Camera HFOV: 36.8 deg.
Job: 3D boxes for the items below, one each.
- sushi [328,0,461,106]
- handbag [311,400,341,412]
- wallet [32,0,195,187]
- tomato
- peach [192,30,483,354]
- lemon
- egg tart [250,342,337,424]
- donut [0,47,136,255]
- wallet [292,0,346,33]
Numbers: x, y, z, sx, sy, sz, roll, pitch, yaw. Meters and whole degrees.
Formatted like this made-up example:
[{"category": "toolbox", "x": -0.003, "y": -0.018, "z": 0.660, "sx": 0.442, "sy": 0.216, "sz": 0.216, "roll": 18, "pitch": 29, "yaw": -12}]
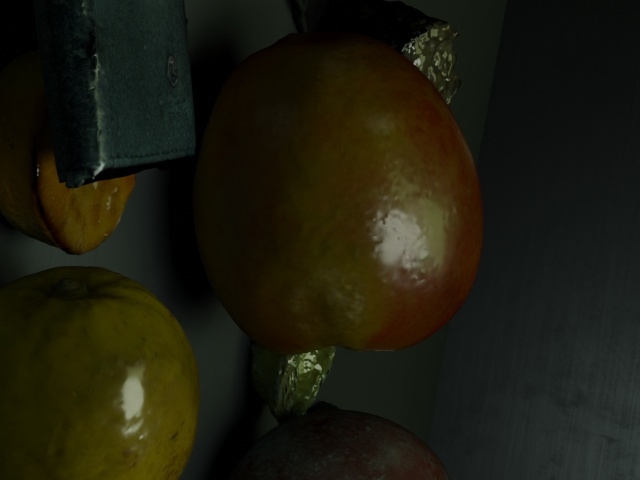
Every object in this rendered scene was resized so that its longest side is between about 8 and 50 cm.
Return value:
[{"category": "sushi", "x": 0.088, "y": -0.158, "z": 1.304, "sx": 0.211, "sy": 0.171, "sz": 0.350, "roll": -64, "pitch": 161, "yaw": -48}, {"category": "handbag", "x": -0.002, "y": 0.352, "z": 1.483, "sx": 0.270, "sy": 0.089, "sz": 0.175, "roll": -10, "pitch": 116, "yaw": -73}, {"category": "wallet", "x": -0.135, "y": -0.229, "z": 0.603, "sx": 0.191, "sy": 0.046, "sz": 0.378, "roll": -31, "pitch": 115, "yaw": -72}, {"category": "tomato", "x": 0.019, "y": 0.359, "z": 1.146, "sx": 0.316, "sy": 0.283, "sz": 0.316, "roll": -47, "pitch": 153, "yaw": -33}, {"category": "peach", "x": 0.013, "y": -0.047, "z": 0.951, "sx": 0.308, "sy": 0.308, "sz": 0.332, "roll": -10, "pitch": 89, "yaw": -73}, {"category": "lemon", "x": -0.159, "y": 0.110, "z": 0.633, "sx": 0.170, "sy": 0.170, "sz": 0.207, "roll": -62, "pitch": 162, "yaw": -48}, {"category": "egg tart", "x": -0.038, "y": 0.149, "z": 1.236, "sx": 0.197, "sy": 0.078, "sz": 0.197, "roll": 12, "pitch": 90, "yaw": -74}, {"category": "donut", "x": -0.177, "y": -0.066, "z": 0.662, "sx": 0.152, "sy": 0.058, "sz": 0.151, "roll": 10, "pitch": 90, "yaw": -75}, {"category": "wallet", "x": 0.009, "y": -0.383, "z": 1.173, "sx": 0.323, "sy": 0.041, "sz": 0.247, "roll": 77, "pitch": 27, "yaw": -65}]
